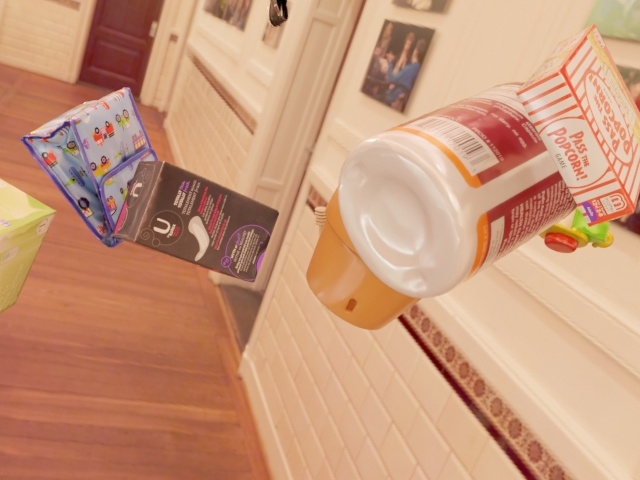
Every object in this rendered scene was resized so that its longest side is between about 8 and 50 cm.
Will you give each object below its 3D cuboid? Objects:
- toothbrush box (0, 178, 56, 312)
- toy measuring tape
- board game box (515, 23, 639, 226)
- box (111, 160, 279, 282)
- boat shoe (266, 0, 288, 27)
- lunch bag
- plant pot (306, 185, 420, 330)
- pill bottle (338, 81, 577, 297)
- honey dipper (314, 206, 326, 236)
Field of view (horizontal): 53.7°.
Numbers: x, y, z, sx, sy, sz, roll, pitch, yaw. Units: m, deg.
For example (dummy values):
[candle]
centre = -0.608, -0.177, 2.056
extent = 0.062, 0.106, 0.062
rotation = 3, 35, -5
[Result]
[toothbrush box]
centre = -0.555, 0.042, 0.951
extent = 0.122, 0.206, 0.283
rotation = 31, 17, -1
[toy measuring tape]
centre = 0.471, -0.055, 1.366
extent = 0.330, 0.121, 0.121
rotation = 22, 17, -1
[board game box]
centre = 0.271, -0.121, 0.632
extent = 0.146, 0.045, 0.193
rotation = 57, 41, -11
[box]
centre = -0.248, -0.036, 1.271
extent = 0.271, 0.165, 0.143
rotation = 24, -8, -35
[boat shoe]
centre = -0.090, -0.523, 1.358
extent = 0.042, 0.132, 0.049
rotation = -12, -17, 34
[lunch bag]
centre = -0.441, -0.138, 1.331
extent = 0.138, 0.293, 0.221
rotation = -12, 26, 22
[plant pot]
centre = 0.104, 0.043, 1.291
extent = 0.291, 0.203, 0.290
rotation = 31, 21, -13
[pill bottle]
centre = 0.237, -0.095, 0.896
extent = 0.392, 0.223, 0.224
rotation = -26, 43, -33
[honey dipper]
centre = 0.000, 0.000, 1.484
extent = 0.031, 0.160, 0.030
rotation = 2, 23, -1
